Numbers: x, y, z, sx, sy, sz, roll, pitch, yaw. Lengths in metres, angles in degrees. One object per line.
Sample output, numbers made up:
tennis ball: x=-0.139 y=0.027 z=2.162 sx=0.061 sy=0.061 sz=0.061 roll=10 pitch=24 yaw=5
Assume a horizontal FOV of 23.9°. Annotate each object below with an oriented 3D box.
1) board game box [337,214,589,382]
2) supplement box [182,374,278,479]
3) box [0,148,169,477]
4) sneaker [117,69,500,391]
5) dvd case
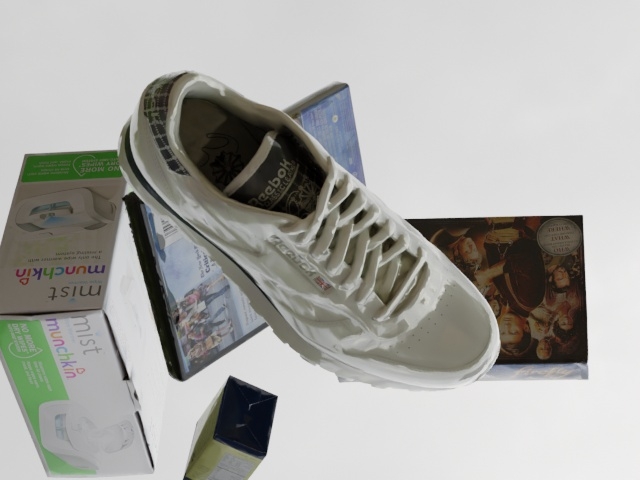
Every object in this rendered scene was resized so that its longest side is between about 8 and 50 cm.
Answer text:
board game box: x=0.139 y=0.057 z=1.486 sx=0.243 sy=0.042 sz=0.165 roll=-2 pitch=-119 yaw=8
supplement box: x=-0.089 y=0.197 z=1.501 sx=0.083 sy=0.056 sz=0.083 roll=-55 pitch=-165 yaw=38
box: x=-0.235 y=0.078 z=1.560 sx=0.127 sy=0.262 sz=0.231 roll=-2 pitch=-134 yaw=6
sneaker: x=0.000 y=0.000 z=0.776 sx=0.090 sy=0.235 sz=0.095 roll=-59 pitch=-170 yaw=-20
dvd case: x=-0.053 y=-0.011 z=1.325 sx=0.022 sy=0.180 sz=0.253 roll=18 pitch=-141 yaw=42
